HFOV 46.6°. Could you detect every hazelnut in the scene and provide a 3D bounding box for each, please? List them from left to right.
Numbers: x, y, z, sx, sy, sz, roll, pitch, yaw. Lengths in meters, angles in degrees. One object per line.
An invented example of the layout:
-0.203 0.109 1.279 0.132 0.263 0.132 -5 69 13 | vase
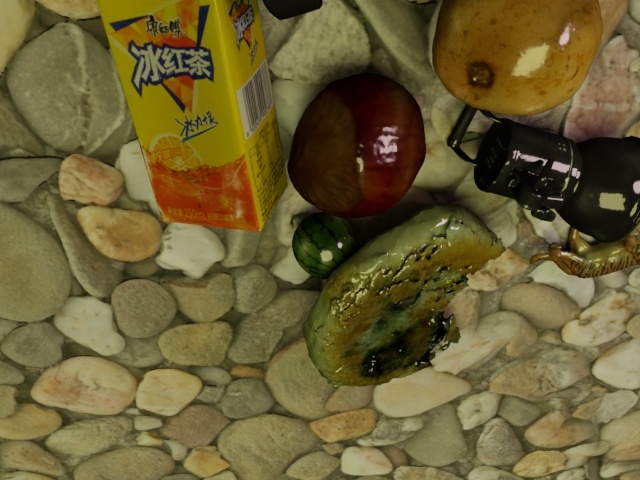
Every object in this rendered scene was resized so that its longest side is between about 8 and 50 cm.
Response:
0.042 -0.114 0.961 0.170 0.160 0.202 36 158 -12 | hazelnut

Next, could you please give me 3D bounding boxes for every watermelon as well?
0.005 0.003 1.076 0.109 0.109 0.109 -1 129 -1 | watermelon

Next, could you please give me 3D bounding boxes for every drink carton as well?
-0.147 -0.185 0.888 0.155 0.111 0.351 6 131 17 | drink carton

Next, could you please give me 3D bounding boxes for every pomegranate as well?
0.227 -0.233 0.848 0.196 0.196 0.196 -1 129 -1 | pomegranate

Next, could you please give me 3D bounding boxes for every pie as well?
0.118 0.099 1.119 0.297 0.078 0.371 -10 136 -24 | pie

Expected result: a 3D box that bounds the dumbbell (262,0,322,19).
0.033 -0.332 0.772 0.218 0.152 0.152 -14 128 8 | dumbbell

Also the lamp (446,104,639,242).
0.296 -0.087 0.968 0.228 0.172 0.147 12 129 -14 | lamp

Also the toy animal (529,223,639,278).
0.441 0.015 1.125 0.241 0.056 0.099 -16 128 10 | toy animal
